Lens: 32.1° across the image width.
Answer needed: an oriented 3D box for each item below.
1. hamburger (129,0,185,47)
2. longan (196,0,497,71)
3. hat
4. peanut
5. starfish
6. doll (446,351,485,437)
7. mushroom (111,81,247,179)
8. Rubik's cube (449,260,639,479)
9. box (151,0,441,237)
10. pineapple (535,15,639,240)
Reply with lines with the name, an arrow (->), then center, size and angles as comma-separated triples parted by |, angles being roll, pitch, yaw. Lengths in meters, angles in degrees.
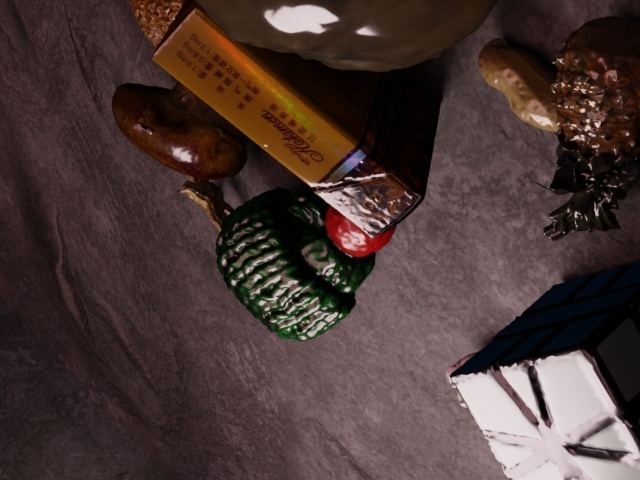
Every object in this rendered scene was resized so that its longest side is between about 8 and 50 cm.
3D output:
hamburger -> -0.175, -0.419, 1.801 | 0.291, 0.225, 0.291 | 26, 130, 35
longan -> 0.041, -0.415, 1.382 | 0.404, 0.436, 0.404 | -25, 58, 49
hat -> 0.000, 0.000, 1.956 | 0.332, 0.242, 0.274 | -36, 99, 30
peanut -> 0.284, -0.211, 1.538 | 0.174, 0.080, 0.080 | 46, 143, 21
starfish -> -0.194, -0.062, 2.159 | 0.295, 0.048, 0.231 | 54, -170, 27
doll -> 0.298, 0.274, 1.875 | 0.149, 0.095, 0.192 | -7, 112, 59
mushroom -> -0.240, -0.227, 2.053 | 0.267, 0.254, 0.267 | 38, 163, 14
Rubik's cube -> 0.409, 0.214, 1.534 | 0.288, 0.283, 0.293 | -21, 103, 53
box -> -0.016, -0.223, 1.595 | 0.415, 0.264, 0.116 | 38, 126, -18
pineapple -> 0.353, -0.126, 1.444 | 0.141, 0.170, 0.310 | 43, 144, 39
